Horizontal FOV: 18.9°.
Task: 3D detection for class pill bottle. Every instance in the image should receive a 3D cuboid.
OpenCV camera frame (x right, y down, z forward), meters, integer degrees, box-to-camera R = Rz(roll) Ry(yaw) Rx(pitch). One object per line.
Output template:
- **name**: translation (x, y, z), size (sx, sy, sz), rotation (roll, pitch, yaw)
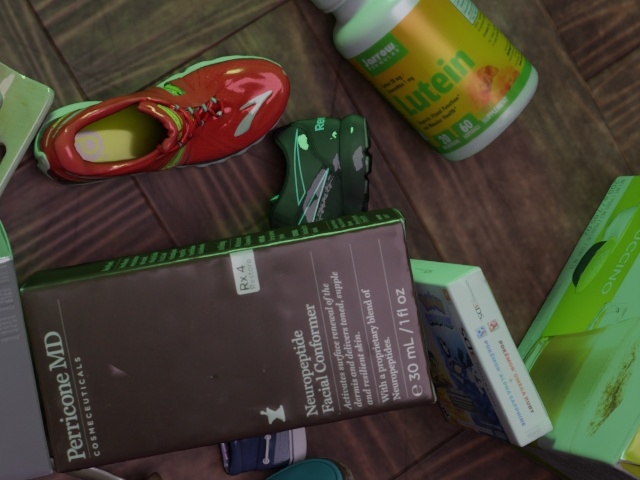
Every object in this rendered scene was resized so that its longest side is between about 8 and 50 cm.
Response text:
- **pill bottle**: translation (0.100, -0.212, 2.015), size (0.246, 0.136, 0.136), rotation (44, 78, -15)

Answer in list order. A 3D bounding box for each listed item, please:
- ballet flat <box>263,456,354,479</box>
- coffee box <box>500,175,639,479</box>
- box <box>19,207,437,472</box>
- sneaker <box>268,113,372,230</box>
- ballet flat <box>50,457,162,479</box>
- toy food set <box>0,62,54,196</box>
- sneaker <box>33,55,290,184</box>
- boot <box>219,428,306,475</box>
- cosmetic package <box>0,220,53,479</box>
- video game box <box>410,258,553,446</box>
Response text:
- **ballet flat**: translation (-0.092, 0.366, 1.983), size (0.348, 0.123, 0.123), rotation (-43, 104, -12)
- **coffee box**: translation (0.438, 0.152, 2.035), size (0.338, 0.334, 0.337), rotation (33, 81, -17)
- **box**: translation (-0.089, 0.094, 1.902), size (0.381, 0.143, 0.191), rotation (-11, 96, 1)
- **sneaker**: translation (0.000, 0.000, 2.023), size (0.106, 0.101, 0.267), rotation (1, 92, 3)
- **ballet flat**: translation (-0.302, 0.277, 1.912), size (0.342, 0.116, 0.124), rotation (-2, 72, -19)
- **toy food set**: translation (-0.409, -0.118, 1.815), size (0.306, 0.092, 0.219), rotation (35, 79, -44)
- **sneaker**: translation (-0.149, -0.113, 1.941), size (0.279, 0.118, 0.107), rotation (-20, 98, -17)
- **boot**: translation (-0.069, 0.150, 2.000), size (0.086, 0.069, 0.190), rotation (-10, 96, -21)
- **cosmetic package**: translation (-0.329, 0.109, 1.843), size (0.107, 0.127, 0.238), rotation (-15, 116, -12)
- **video game box**: translation (0.149, 0.113, 2.004), size (0.048, 0.205, 0.187), rotation (-25, 99, -15)
